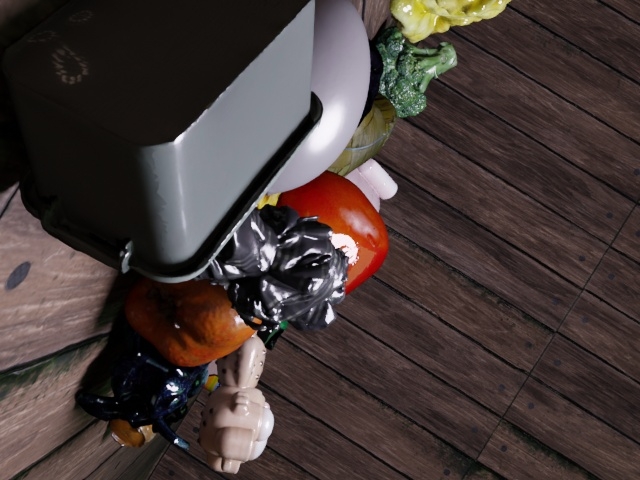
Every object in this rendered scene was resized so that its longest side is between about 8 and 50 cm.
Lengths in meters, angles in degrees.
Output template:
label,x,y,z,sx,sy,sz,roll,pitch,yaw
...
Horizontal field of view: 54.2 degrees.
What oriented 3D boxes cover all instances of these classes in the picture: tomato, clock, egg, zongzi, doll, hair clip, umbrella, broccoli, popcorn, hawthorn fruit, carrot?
label,x,y,z,sx,sy,sz,roll,pitch,yaw
tomato,0.000,0.000,1.270,0.298,0.298,0.226,-58,-148,-5
clock,0.014,-0.078,1.747,0.342,0.184,0.326,17,-107,57
egg,-0.036,-0.168,0.691,0.232,0.176,0.176,-61,177,9
zongzi,0.097,-0.328,1.505,0.323,0.160,0.360,-45,163,-34
doll,-0.133,0.245,1.053,0.154,0.119,0.278,130,-29,-65
hair clip,-0.266,0.224,1.046,0.310,0.194,0.206,115,1,-62
umbrella,-0.078,-0.002,0.693,0.154,0.128,0.336,-42,137,-1
broccoli,0.236,-0.475,1.726,0.270,0.270,0.270,-20,177,0
popcorn,0.201,-0.464,1.019,0.237,0.293,0.293,10,-117,54
hawthorn fruit,-0.146,0.057,0.898,0.243,0.207,0.207,-25,150,-55
carrot,-0.388,0.353,1.451,0.102,0.102,0.263,-60,-177,35

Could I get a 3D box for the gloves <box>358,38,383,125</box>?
label,x,y,z,sx,sy,sz,roll,pitch,yaw
gloves,0.029,-0.295,1.068,0.301,0.152,0.197,0,96,-71

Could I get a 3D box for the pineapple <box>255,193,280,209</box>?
label,x,y,z,sx,sy,sz,roll,pitch,yaw
pineapple,-0.106,-0.109,1.088,0.225,0.076,0.225,19,90,-83

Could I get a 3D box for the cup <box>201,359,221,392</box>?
label,x,y,z,sx,sy,sz,roll,pitch,yaw
cup,-0.258,0.279,1.626,0.253,0.200,0.191,-61,176,39

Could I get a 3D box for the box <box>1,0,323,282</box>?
label,x,y,z,sx,sy,sz,roll,pitch,yaw
box,-0.104,-0.108,0.458,0.243,0.163,0.135,-55,168,-33

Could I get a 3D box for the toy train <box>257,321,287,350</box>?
label,x,y,z,sx,sy,sz,roll,pitch,yaw
toy train,-0.117,0.089,1.460,0.429,0.249,0.178,-58,178,-5
